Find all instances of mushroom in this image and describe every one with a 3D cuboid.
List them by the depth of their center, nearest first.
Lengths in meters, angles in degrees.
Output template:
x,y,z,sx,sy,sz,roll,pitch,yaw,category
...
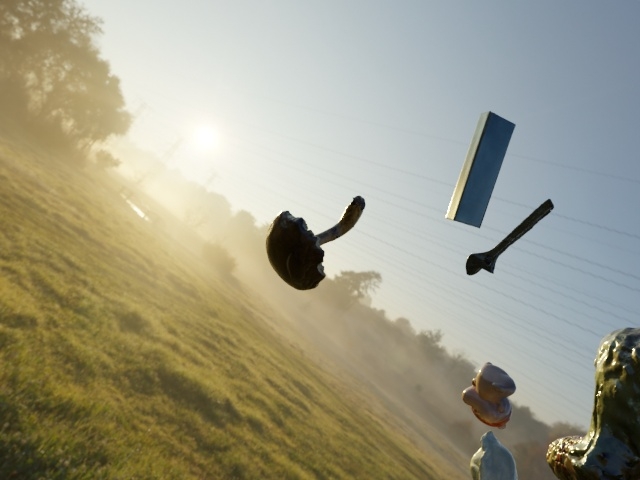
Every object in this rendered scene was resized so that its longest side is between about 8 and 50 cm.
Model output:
x,y,z,sx,sy,sz,roll,pitch,yaw,category
-0.001,0.020,1.304,0.208,0.302,0.233,-107,-167,-55,mushroom

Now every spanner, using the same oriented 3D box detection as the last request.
x,y,z,sx,sy,sz,roll,pitch,yaw,category
0.552,-0.001,1.365,0.026,0.325,0.093,11,39,-42,spanner

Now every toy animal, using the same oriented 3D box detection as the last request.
x,y,z,sx,sy,sz,roll,pitch,yaw,category
0.592,0.545,1.616,0.171,0.197,0.171,6,18,-2,toy animal

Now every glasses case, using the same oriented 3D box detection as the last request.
x,y,z,sx,sy,sz,roll,pitch,yaw,category
0.384,-0.170,1.131,0.105,0.266,0.056,12,9,-33,glasses case

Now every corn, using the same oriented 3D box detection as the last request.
x,y,z,sx,sy,sz,roll,pitch,yaw,category
0.517,0.399,0.819,0.098,0.098,0.290,37,-22,5,corn

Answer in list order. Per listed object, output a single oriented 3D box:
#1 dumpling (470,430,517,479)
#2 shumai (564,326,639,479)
x,y,z,sx,sy,sz,roll,pitch,yaw,category
0.527,0.709,1.409,0.132,0.250,0.162,-11,-33,28,dumpling
0.452,0.256,0.684,0.225,0.222,0.260,60,17,-15,shumai
